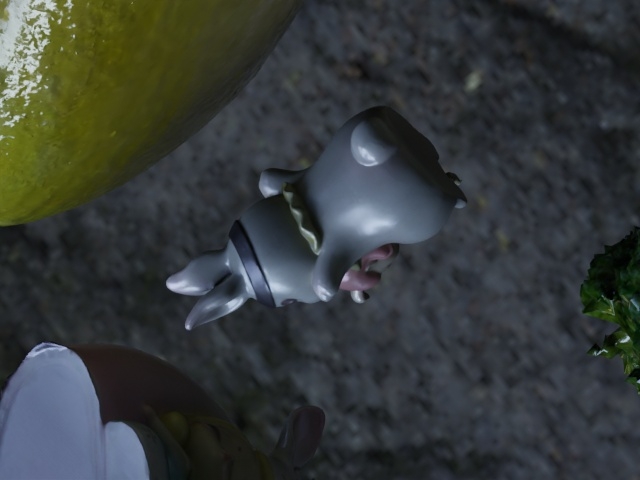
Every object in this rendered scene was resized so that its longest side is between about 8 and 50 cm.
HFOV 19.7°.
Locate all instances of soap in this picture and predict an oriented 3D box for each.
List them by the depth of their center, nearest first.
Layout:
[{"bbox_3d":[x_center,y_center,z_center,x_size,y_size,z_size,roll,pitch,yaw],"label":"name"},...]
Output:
[{"bbox_3d":[-0.087,-0.166,1.097,0.115,0.306,0.427,39,138,10],"label":"soap"}]

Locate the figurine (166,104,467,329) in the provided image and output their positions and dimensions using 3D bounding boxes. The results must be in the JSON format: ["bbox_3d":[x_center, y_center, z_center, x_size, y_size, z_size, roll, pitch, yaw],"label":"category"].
[{"bbox_3d":[0.005,0.007,0.947,0.098,0.146,0.081,38,-162,-33],"label":"figurine"}]

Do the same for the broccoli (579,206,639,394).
[{"bbox_3d":[0.225,0.077,0.622,0.321,0.283,0.304,34,-161,25],"label":"broccoli"}]

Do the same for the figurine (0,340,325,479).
[{"bbox_3d":[-0.061,0.225,1.202,0.316,0.206,0.284,13,-139,-51],"label":"figurine"}]
